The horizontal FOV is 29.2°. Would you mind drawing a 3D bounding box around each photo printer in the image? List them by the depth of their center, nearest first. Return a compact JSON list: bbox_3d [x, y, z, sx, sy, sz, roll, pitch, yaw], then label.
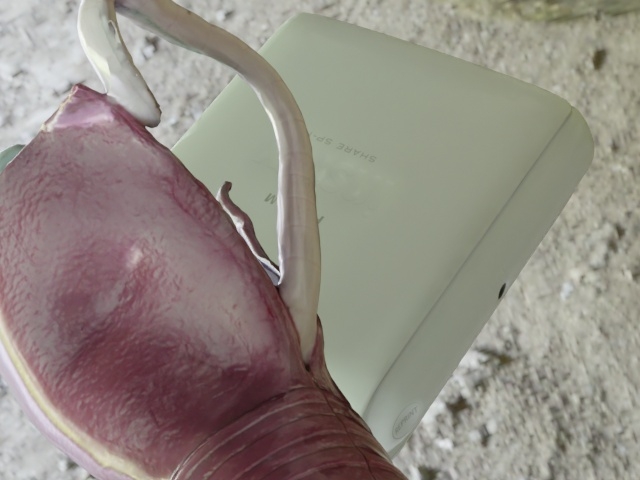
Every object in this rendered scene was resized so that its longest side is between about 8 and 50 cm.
[{"bbox_3d":[0.000,0.000,0.824,0.256,0.107,0.307,25,63,29],"label":"photo printer"}]

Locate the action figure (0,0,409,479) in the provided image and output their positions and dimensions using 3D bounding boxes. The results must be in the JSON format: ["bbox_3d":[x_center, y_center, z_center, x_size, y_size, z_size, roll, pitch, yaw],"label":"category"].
[{"bbox_3d":[-0.004,0.104,0.511,0.370,0.248,0.275,45,110,43],"label":"action figure"}]
